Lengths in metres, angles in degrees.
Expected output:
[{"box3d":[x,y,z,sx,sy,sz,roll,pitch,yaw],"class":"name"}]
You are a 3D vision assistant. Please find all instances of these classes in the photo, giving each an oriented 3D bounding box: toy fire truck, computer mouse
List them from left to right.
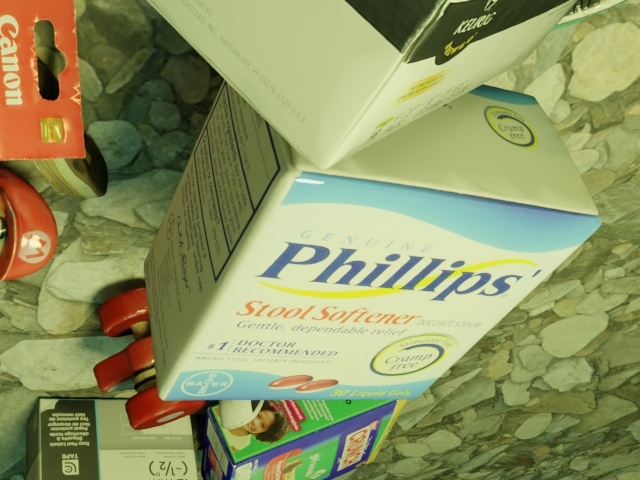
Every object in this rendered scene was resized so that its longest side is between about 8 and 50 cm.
[{"box3d":[-0.141,0.135,1.051,0.302,0.169,0.254,-29,161,19],"class":"toy fire truck"},{"box3d":[-0.108,0.203,1.138,0.106,0.193,0.042,-23,111,18],"class":"computer mouse"}]

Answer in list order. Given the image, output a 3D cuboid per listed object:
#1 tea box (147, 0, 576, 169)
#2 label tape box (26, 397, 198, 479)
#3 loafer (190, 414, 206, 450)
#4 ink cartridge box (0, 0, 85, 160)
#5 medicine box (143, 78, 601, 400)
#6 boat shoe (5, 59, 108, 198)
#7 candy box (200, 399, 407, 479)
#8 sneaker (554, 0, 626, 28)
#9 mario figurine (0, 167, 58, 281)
[{"box3d":[0.089,-0.258,0.423,0.329,0.220,0.323,-34,168,-51],"class":"tea box"},{"box3d":[-0.317,0.423,1.186,0.249,0.347,0.115,8,137,-30],"class":"label tape box"},{"box3d":[-0.192,0.372,1.411,0.062,0.061,0.170,-38,140,25],"class":"loafer"},{"box3d":[-0.313,-0.142,0.618,0.225,0.056,0.181,-3,111,-14],"class":"ink cartridge box"},{"box3d":[0.022,0.004,0.638,0.264,0.149,0.289,6,140,-27],"class":"medicine box"},{"box3d":[-0.275,-0.099,0.751,0.072,0.068,0.190,-6,145,5],"class":"boat shoe"},{"box3d":[-0.036,0.342,1.333,0.317,0.122,0.268,-18,146,-24],"class":"candy box"},{"box3d":[0.310,-0.263,0.730,0.275,0.107,0.110,-22,153,8],"class":"sneaker"},{"box3d":[-0.406,-0.022,0.704,0.321,0.170,0.198,12,153,-27],"class":"mario figurine"}]
